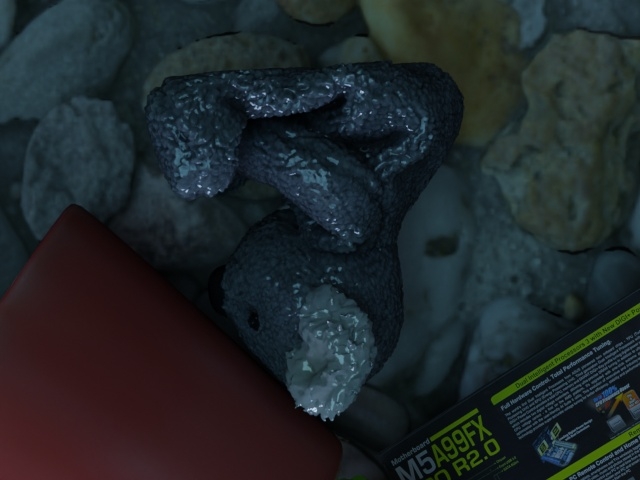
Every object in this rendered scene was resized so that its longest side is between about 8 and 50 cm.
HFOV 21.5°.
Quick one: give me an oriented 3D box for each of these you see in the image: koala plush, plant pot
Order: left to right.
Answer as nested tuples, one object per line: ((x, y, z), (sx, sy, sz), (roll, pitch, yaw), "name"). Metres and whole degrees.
((-0.136, 0.149, 1.112), (0.243, 0.275, 0.275), (33, 101, -6), "plant pot")
((0.000, 0.000, 1.099), (0.203, 0.196, 0.221), (-5, 91, 1), "koala plush")

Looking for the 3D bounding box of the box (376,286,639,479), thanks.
((0.202, 0.163, 1.099), (0.270, 0.060, 0.216), (-36, 76, 21), "box")

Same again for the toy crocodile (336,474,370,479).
((0.043, 0.278, 1.094), (0.115, 0.105, 0.340), (30, 145, 29), "toy crocodile")
